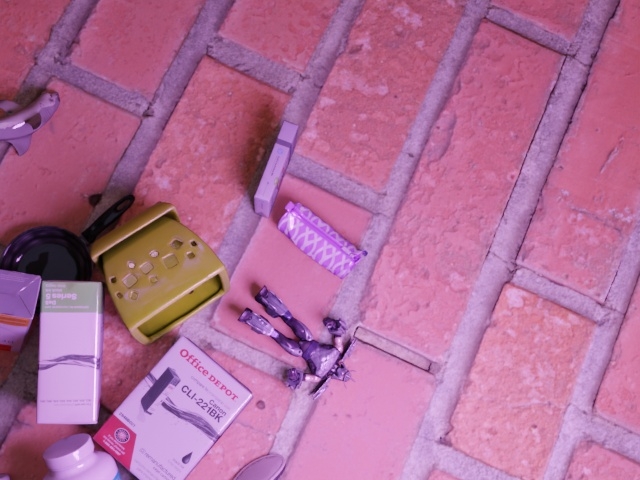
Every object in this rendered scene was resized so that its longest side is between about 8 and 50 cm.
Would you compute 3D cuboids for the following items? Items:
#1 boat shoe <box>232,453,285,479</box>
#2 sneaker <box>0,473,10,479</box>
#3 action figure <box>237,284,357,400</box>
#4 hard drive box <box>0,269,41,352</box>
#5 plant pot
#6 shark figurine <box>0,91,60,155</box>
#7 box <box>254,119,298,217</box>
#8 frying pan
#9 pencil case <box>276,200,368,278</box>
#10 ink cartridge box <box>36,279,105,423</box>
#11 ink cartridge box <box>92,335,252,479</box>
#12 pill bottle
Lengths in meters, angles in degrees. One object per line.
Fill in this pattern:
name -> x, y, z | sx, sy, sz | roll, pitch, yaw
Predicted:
boat shoe -> -0.151, 0.532, 1.603 | 0.206, 0.075, 0.065 | -39, 127, -17
sneaker -> -0.727, 0.539, 1.532 | 0.212, 0.080, 0.094 | -11, 91, -9
action figure -> -0.041, 0.223, 1.650 | 0.285, 0.099, 0.185 | 37, 68, -1
hard drive box -> -0.650, 0.132, 1.475 | 0.181, 0.232, 0.089 | 12, 63, -21
plant pot -> -0.338, 0.062, 1.594 | 0.228, 0.227, 0.207 | -33, 78, -12
shark figurine -> -0.702, -0.235, 1.687 | 0.279, 0.116, 0.166 | -15, 46, -16
box -> -0.099, -0.156, 1.698 | 0.038, 0.145, 0.186 | 21, 76, 0
frying pan -> -0.563, 0.010, 1.666 | 0.197, 0.053, 0.326 | 25, 76, -1
pencil case -> 0.000, 0.000, 1.704 | 0.206, 0.088, 0.086 | 36, 75, 4
ink cartridge box -> -0.496, 0.217, 1.531 | 0.115, 0.198, 0.272 | 2, 86, -14
ink cartridge box -> -0.297, 0.362, 1.585 | 0.197, 0.114, 0.273 | 39, 77, 4
pill bottle -> -0.448, 0.513, 1.483 | 0.146, 0.146, 0.263 | -17, 102, -9
